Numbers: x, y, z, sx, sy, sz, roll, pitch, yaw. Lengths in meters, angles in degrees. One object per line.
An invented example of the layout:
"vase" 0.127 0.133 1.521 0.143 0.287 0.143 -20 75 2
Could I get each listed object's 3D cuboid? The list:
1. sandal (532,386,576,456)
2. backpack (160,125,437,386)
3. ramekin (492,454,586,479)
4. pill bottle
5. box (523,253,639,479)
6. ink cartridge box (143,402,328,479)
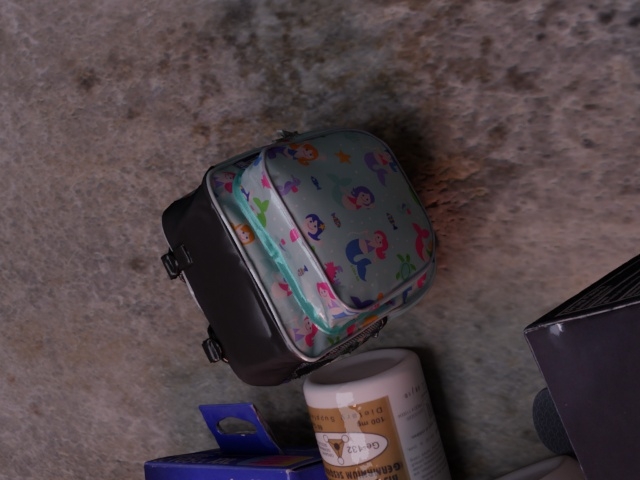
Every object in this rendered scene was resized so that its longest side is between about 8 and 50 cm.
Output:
"sandal" 0.310 0.169 1.133 0.254 0.054 0.097 7 107 51
"backpack" 0.000 0.000 1.202 0.191 0.253 0.225 -34 81 39
"ramekin" 0.170 0.307 1.154 0.273 0.273 0.127 -35 78 43
"pill bottle" 0.071 0.243 1.312 0.131 0.131 0.229 -8 100 43
"box" 0.363 0.062 0.871 0.294 0.296 0.183 -21 92 45
"ink cartridge box" -0.065 0.387 1.441 0.270 0.151 0.395 -9 84 43
